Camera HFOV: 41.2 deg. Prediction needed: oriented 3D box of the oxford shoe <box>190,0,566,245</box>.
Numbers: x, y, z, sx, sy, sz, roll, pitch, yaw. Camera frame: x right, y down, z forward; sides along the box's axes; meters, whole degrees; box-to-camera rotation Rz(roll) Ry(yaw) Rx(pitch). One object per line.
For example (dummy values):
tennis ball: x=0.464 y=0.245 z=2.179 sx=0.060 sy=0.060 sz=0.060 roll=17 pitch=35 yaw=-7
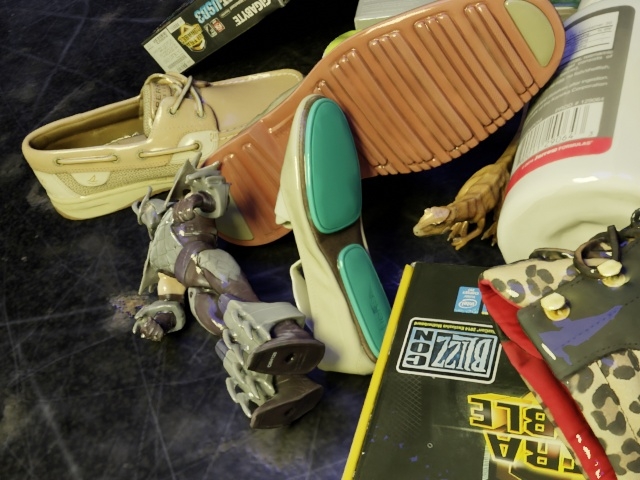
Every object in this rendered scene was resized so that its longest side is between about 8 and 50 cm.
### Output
oxford shoe: x=0.045 y=-0.134 z=0.819 sx=0.397 sy=0.140 sz=0.146 roll=-23 pitch=20 yaw=30

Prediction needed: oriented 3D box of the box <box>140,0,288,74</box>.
box: x=-0.059 y=-0.352 z=1.079 sx=0.293 sy=0.073 sz=0.295 roll=-10 pitch=36 yaw=53

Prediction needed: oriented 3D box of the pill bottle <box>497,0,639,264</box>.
pill bottle: x=0.274 y=-0.105 z=0.763 sx=0.176 sy=0.176 sz=0.318 roll=6 pitch=51 yaw=23

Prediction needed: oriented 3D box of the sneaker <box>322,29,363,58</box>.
sneaker: x=0.127 y=-0.176 z=0.901 sx=0.240 sy=0.126 sz=0.091 roll=1 pitch=56 yaw=29

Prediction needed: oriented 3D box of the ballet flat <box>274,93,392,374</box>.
ballet flat: x=0.000 y=0.000 z=0.749 sx=0.086 sy=0.248 sz=0.086 roll=-13 pitch=1 yaw=0

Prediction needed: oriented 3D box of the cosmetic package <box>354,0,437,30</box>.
cosmetic package: x=0.114 y=-0.289 z=1.020 sx=0.107 sy=0.127 sz=0.238 roll=-4 pitch=46 yaw=16

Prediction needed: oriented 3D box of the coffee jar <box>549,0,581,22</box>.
coffee jar: x=0.275 y=-0.296 z=1.004 sx=0.096 sy=0.079 sz=0.184 roll=-2 pitch=49 yaw=20

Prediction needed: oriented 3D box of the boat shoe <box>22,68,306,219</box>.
boat shoe: x=-0.166 y=-0.129 z=0.975 sx=0.341 sy=0.110 sz=0.121 roll=-22 pitch=46 yaw=-2

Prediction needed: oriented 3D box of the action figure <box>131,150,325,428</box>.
action figure: x=-0.103 y=0.035 z=0.774 sx=0.099 sy=0.185 sz=0.285 roll=-12 pitch=42 yaw=-36

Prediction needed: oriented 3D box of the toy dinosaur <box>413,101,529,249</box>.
toy dinosaur: x=0.160 y=-0.051 z=0.790 sx=0.064 sy=0.112 sz=0.211 roll=27 pitch=52 yaw=20

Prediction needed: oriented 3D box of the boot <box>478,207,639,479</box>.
boot: x=0.233 y=-0.028 z=0.541 sx=0.284 sy=0.138 sz=0.377 roll=-28 pitch=90 yaw=-2

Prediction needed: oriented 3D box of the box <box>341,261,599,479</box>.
box: x=0.195 y=0.145 z=0.631 sx=0.322 sy=0.079 sz=0.257 roll=4 pitch=49 yaw=22
